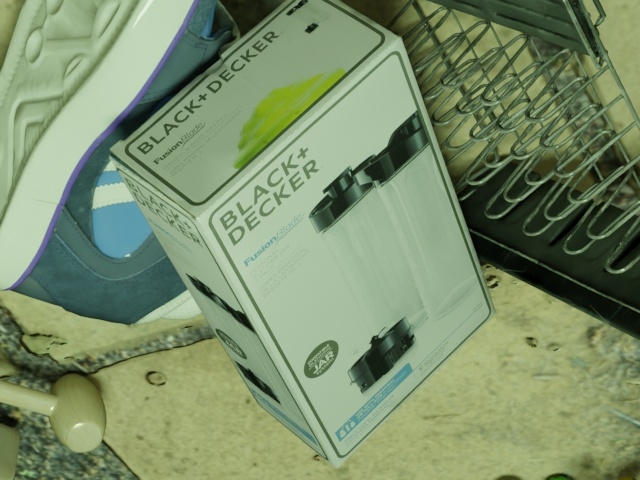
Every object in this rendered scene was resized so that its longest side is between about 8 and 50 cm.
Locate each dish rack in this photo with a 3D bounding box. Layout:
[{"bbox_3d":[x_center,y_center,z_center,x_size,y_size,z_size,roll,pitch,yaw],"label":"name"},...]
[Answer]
[{"bbox_3d":[0.116,-0.074,0.975,0.208,0.074,0.271,27,157,49],"label":"dish rack"}]

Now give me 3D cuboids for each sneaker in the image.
[{"bbox_3d":[-0.082,-0.081,1.058,0.236,0.130,0.322,12,120,-39],"label":"sneaker"}]

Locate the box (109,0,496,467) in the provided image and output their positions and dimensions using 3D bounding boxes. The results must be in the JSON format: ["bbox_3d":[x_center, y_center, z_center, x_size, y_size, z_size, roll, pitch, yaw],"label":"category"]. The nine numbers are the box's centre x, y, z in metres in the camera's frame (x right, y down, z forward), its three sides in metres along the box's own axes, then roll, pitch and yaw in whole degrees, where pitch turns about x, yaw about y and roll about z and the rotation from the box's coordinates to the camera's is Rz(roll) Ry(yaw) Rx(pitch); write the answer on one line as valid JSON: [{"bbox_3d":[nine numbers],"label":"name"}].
[{"bbox_3d":[0.000,0.000,1.031,0.169,0.087,0.290,-42,141,-15],"label":"box"}]

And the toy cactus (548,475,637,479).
[{"bbox_3d":[0.180,0.275,1.319,0.219,0.180,0.112,-16,125,36],"label":"toy cactus"}]

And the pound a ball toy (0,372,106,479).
[{"bbox_3d":[-0.356,0.143,1.310,0.319,0.135,0.208,24,108,-16],"label":"pound a ball toy"}]
